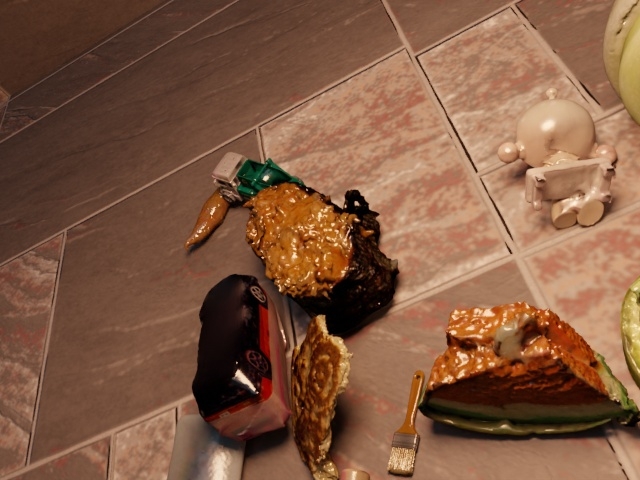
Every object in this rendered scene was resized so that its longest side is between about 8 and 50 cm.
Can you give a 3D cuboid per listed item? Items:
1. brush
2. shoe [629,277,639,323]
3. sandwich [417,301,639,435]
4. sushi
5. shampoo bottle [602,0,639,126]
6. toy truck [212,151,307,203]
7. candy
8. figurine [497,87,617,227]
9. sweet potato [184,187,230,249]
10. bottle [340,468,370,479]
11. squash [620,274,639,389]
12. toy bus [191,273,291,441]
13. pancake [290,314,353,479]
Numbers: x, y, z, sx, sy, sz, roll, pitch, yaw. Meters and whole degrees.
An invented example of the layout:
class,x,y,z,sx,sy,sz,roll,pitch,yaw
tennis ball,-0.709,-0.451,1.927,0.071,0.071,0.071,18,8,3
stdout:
class,x,y,z,sx,sy,sz,roll,pitch,yaw
brush,0.141,0.283,0.977,0.043,0.014,0.169,-4,52,32
shoe,0.506,0.115,0.738,0.262,0.128,0.140,36,88,13
sandwich,0.264,0.177,0.861,0.292,0.212,0.109,-23,30,34
sushi,0.000,0.000,1.163,0.234,0.207,0.348,-46,42,2
shampoo bottle,0.608,-0.323,0.943,0.323,0.322,0.317,0,50,33
toy truck,-0.143,-0.135,1.405,0.216,0.116,0.110,21,67,29
candy,-0.196,0.383,1.068,0.138,0.071,0.174,-7,51,15
figurine,0.405,-0.157,1.072,0.182,0.144,0.256,-21,44,21
sweet potato,-0.262,-0.058,1.482,0.206,0.060,0.068,-60,11,-30
bottle,0.047,0.394,0.924,0.045,0.045,0.096,-9,52,27
squash,0.535,0.126,0.823,0.252,0.049,0.252,-17,49,20
toy bus,-0.137,0.200,1.099,0.128,0.147,0.302,-29,32,12
pancake,-0.006,0.252,1.023,0.212,0.056,0.257,-153,74,-66
